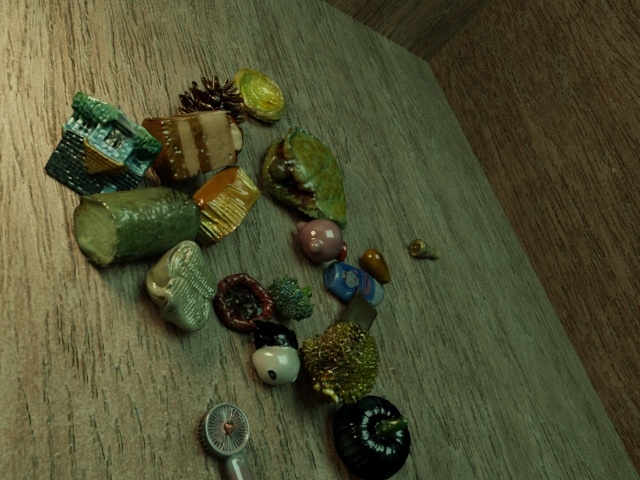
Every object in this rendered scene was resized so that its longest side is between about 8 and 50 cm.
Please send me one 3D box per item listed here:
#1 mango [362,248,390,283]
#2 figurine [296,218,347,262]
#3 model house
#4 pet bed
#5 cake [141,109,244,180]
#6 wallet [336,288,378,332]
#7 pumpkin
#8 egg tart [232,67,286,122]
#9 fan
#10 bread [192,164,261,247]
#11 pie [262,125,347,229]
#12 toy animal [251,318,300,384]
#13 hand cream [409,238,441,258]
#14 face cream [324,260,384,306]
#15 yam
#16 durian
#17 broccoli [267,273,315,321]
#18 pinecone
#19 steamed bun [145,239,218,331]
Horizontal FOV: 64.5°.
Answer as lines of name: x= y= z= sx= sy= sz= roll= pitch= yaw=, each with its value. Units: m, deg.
mango: x=0.229 y=0.106 z=2.093 sx=0.159 sy=0.084 sz=0.105 roll=66 pitch=19 yaw=-13
figurine: x=0.000 y=0.000 z=1.871 sx=0.173 sy=0.173 sz=0.173 roll=27 pitch=43 yaw=-28
model house: x=-0.623 y=-0.228 z=1.414 sx=0.261 sy=0.226 sz=0.241 roll=34 pitch=70 yaw=-18
pet bed: x=-0.238 y=0.191 z=1.558 sx=0.201 sy=0.053 sz=0.201 roll=21 pitch=46 yaw=-24
cake: x=-0.391 y=-0.318 z=1.612 sx=0.293 sy=0.199 sz=0.196 roll=-22 pitch=112 yaw=-30
wallet: x=0.116 y=0.303 z=1.804 sx=0.133 sy=0.039 sz=0.243 roll=48 pitch=50 yaw=-16
pumpkin: x=0.168 y=0.569 z=1.503 sx=0.248 sy=0.248 sz=0.248 roll=27 pitch=43 yaw=-28
egg tart: x=-0.268 y=-0.612 z=2.177 sx=0.279 sy=0.095 sz=0.278 roll=23 pitch=51 yaw=-31
fan: x=-0.221 y=0.532 z=1.272 sx=0.130 sy=0.074 sz=0.244 roll=-7 pitch=65 yaw=-49
bread: x=-0.321 y=-0.118 z=1.610 sx=0.156 sy=0.204 sz=0.288 roll=47 pitch=42 yaw=-16
pie: x=-0.037 y=-0.240 z=2.036 sx=0.418 sy=0.180 sz=0.395 roll=40 pitch=38 yaw=-26
toy animal: x=-0.137 y=0.330 z=1.482 sx=0.166 sy=0.138 sz=0.179 roll=21 pitch=55 yaw=-42
hand cream: x=0.515 y=0.051 z=2.436 sx=0.203 sy=0.084 sz=0.084 roll=16 pitch=49 yaw=-44
face cream: x=0.138 y=0.176 z=1.932 sx=0.264 sy=0.083 sz=0.149 roll=25 pitch=55 yaw=-31
yam: x=-0.489 y=-0.046 z=1.391 sx=0.300 sy=0.195 sz=0.195 roll=-16 pitch=72 yaw=-49
durian: x=0.063 y=0.375 z=1.535 sx=0.258 sy=0.258 sz=0.293 roll=43 pitch=-5 yaw=-10
broccoli: x=-0.085 y=0.183 z=1.653 sx=0.160 sy=0.167 sz=0.154 roll=-4 pitch=87 yaw=-48
pinecone: x=-0.384 y=-0.462 z=1.806 sx=0.264 sy=0.264 sz=0.264 roll=27 pitch=43 yaw=-28
steamed bun: x=-0.392 y=0.129 z=1.386 sx=0.218 sy=0.144 sz=0.211 roll=61 pitch=34 yaw=-40
